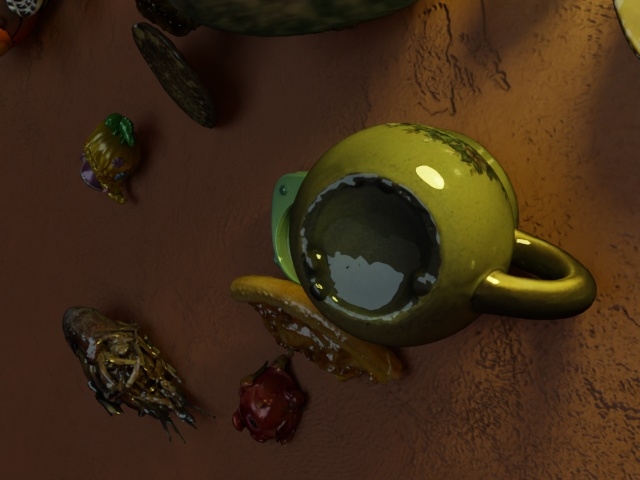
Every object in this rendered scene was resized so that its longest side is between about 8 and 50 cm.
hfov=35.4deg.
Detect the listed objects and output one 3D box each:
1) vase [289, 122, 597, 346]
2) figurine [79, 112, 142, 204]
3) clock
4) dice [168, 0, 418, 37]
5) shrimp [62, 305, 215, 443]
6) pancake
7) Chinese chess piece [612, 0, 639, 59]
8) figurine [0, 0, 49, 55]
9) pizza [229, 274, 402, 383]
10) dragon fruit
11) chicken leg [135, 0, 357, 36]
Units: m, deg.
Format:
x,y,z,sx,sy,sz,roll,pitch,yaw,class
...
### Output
x,y,z,sx,sy,sz,roll,pitch,yaw,class
0.150,0.001,1.123,0.329,0.302,0.240,25,110,19,vase
-0.330,-0.131,1.635,0.115,0.095,0.156,56,134,11,figurine
-0.001,0.000,1.370,0.148,0.060,0.188,10,100,40,clock
-0.035,-0.448,1.133,0.331,0.328,0.348,-8,78,16,dice
-0.306,0.209,1.619,0.343,0.116,0.145,34,138,32,shrimp
-0.217,-0.246,1.491,0.199,0.021,0.199,46,165,16,pancake
0.409,-0.259,0.962,0.257,0.104,0.257,3,95,42,Chinese chess piece
-0.568,-0.450,1.762,0.323,0.196,0.319,-21,69,35,figurine
-0.010,0.122,1.354,0.271,0.056,0.134,34,142,14,pizza
-0.081,0.240,1.452,0.126,0.068,0.112,-50,62,33,dragon fruit
-0.134,-0.346,1.372,0.361,0.211,0.140,31,153,39,chicken leg
